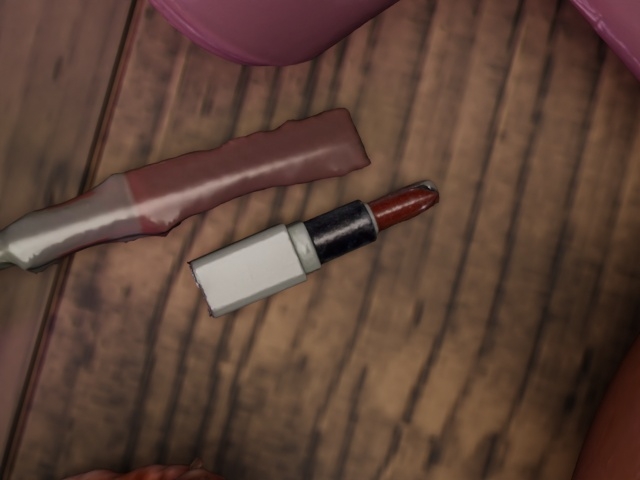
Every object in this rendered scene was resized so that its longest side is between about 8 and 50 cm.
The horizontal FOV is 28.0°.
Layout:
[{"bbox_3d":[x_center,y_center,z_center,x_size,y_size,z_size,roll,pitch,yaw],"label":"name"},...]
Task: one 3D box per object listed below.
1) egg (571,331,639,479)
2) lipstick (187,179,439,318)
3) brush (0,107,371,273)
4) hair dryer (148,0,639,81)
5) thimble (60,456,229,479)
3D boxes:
[{"bbox_3d":[0.219,0.134,0.387,0.301,0.301,0.374,7,109,-2],"label":"egg"},{"bbox_3d":[0.000,0.000,0.523,0.107,0.025,0.025,-22,93,-7],"label":"lipstick"},{"bbox_3d":[-0.124,0.005,0.502,0.301,0.071,0.084,-18,88,-7],"label":"brush"},{"bbox_3d":[0.103,-0.082,0.470,0.210,0.125,0.352,-30,116,35],"label":"hair dryer"},{"bbox_3d":[-0.117,0.187,0.420,0.239,0.239,0.162,-19,94,-1],"label":"thimble"}]
